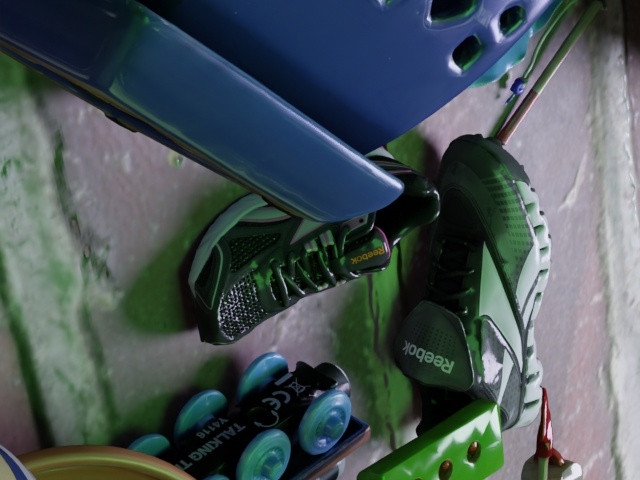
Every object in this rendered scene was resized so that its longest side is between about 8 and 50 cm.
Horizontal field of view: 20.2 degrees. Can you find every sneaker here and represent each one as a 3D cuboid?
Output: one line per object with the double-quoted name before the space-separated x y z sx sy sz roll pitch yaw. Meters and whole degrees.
"sneaker" 0.000 0.000 1.056 0.178 0.077 0.072 -42 132 -28
"sneaker" 0.096 0.047 1.182 0.106 0.078 0.234 -32 130 -39

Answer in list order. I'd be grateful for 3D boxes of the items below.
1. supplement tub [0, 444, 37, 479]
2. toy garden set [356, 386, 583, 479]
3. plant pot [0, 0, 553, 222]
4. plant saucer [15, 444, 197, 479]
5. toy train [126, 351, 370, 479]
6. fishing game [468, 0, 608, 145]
"supplement tub" -0.267 0.115 0.691 0.228 0.228 0.316 -57 139 -14
"toy garden set" 0.098 0.207 1.117 0.203 0.049 0.244 -25 117 -41
"plant pot" -0.045 -0.150 0.830 0.236 0.236 0.212 32 87 -50
"plant saucer" -0.137 0.193 0.963 0.199 0.037 0.200 -7 117 -15
"toy train" -0.050 0.144 1.066 0.184 0.080 0.105 -33 136 -35
"fishing game" 0.112 -0.183 1.134 0.189 0.041 0.264 -55 138 -13
